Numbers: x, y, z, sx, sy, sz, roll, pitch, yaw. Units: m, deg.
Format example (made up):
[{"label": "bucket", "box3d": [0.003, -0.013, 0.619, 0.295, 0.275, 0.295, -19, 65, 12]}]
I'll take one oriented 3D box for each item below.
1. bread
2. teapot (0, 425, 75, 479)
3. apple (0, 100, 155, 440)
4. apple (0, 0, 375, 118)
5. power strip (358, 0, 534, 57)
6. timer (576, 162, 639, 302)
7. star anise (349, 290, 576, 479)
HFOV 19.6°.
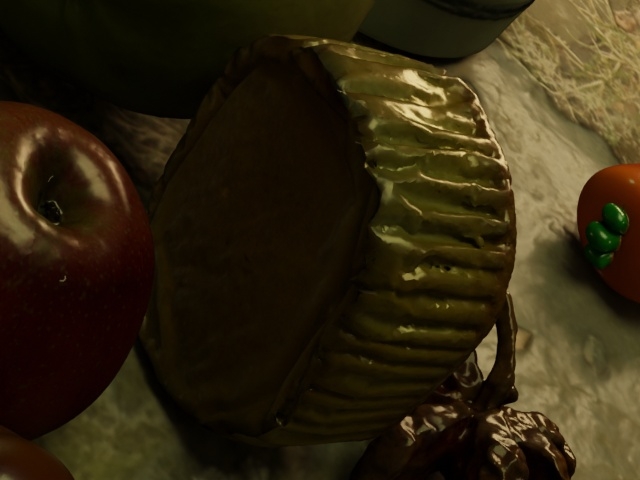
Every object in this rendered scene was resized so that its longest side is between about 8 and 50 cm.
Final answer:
[{"label": "bread", "box3d": [0.000, 0.000, 1.155, 0.142, 0.253, 0.227, 11, 39, -39]}, {"label": "teapot", "box3d": [-0.182, 0.143, 0.972, 0.173, 0.116, 0.116, 47, 23, -50]}, {"label": "apple", "box3d": [-0.181, 0.020, 1.035, 0.181, 0.168, 0.181, 30, 39, -28]}, {"label": "apple", "box3d": [-0.112, -0.208, 1.265, 0.295, 0.233, 0.258, 43, 42, 13]}, {"label": "power strip", "box3d": [0.072, -0.338, 1.632, 0.357, 0.161, 0.357, 26, 39, -23]}, {"label": "timer", "box3d": [0.264, -0.003, 1.543, 0.136, 0.099, 0.136, 16, 40, -14]}, {"label": "star anise", "box3d": [0.103, 0.132, 1.256, 0.212, 0.111, 0.196, 48, 43, -6]}]
